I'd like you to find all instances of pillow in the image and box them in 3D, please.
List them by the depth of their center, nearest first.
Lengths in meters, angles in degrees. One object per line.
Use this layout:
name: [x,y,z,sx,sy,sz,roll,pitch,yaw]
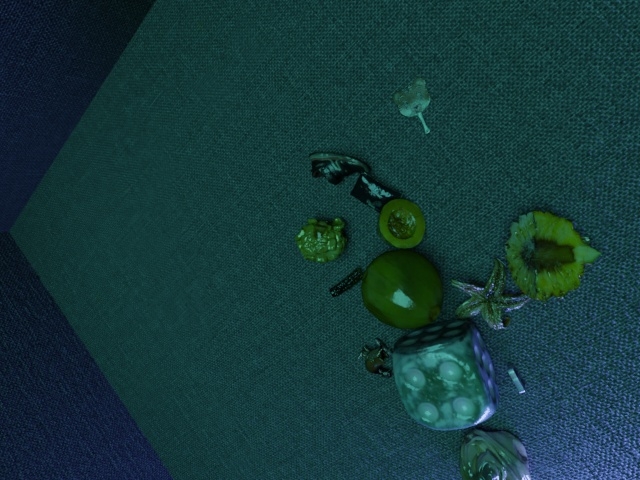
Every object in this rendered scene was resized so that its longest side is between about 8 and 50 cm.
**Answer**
pillow: [0.240,-0.197,1.848,0.208,0.055,0.141,30,123,5]

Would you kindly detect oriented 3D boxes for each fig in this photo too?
fig: [0.342,0.201,1.717,0.343,0.343,0.343,4,100,23]

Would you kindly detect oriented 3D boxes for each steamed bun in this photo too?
steamed bun: [0.721,0.947,1.757,0.280,0.207,0.267,1,98,21]

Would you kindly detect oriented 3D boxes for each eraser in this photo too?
eraser: [0.804,0.566,1.738,0.026,0.065,0.105,-30,87,23]

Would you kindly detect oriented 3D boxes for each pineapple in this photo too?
pineapple: [0.862,0.060,1.599,0.286,0.209,0.344,0,86,-12]

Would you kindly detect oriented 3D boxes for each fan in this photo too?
fan: [0.403,-0.549,1.763,0.153,0.008,0.226,-26,87,23]

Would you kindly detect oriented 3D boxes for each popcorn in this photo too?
popcorn: [0.004,-0.011,1.926,0.235,0.181,0.216,22,105,14]

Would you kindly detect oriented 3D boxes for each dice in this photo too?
dice: [0.501,0.524,1.711,0.328,0.330,0.348,-21,93,26]

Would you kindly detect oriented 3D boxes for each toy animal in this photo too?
toy animal: [0.268,0.552,1.949,0.179,0.089,0.188,33,129,10]

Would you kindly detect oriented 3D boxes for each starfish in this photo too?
starfish: [0.678,0.216,1.717,0.312,0.113,0.303,18,108,10]

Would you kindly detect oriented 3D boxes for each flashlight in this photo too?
flashlight: [0.295,0.497,1.964,0.110,0.031,0.052,46,149,16]

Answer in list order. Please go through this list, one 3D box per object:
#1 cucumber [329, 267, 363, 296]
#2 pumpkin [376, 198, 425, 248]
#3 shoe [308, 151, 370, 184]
cucumber: [0.122,0.201,1.977,0.187,0.058,0.058,-40,82,24]
pumpkin: [0.327,-0.060,1.810,0.217,0.217,0.110,64,153,3]
shoe: [0.074,-0.315,1.882,0.291,0.114,0.137,11,97,24]
